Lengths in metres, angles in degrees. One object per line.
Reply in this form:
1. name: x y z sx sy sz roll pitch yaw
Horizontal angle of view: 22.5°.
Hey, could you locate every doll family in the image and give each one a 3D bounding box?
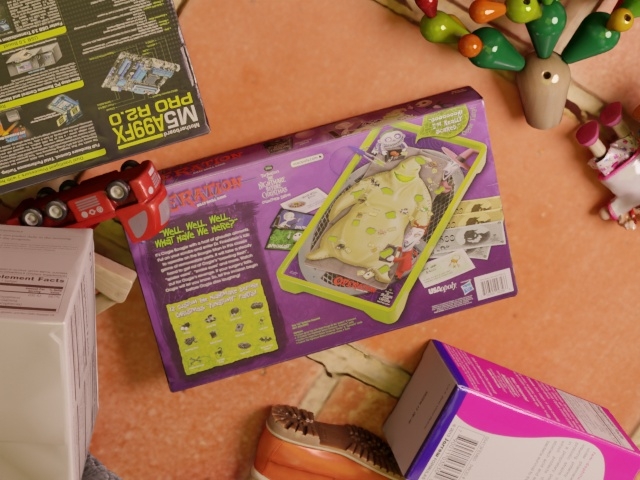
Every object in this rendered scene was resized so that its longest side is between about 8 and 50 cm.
1. doll family: 0.376 -0.091 1.493 0.263 0.118 0.163 -40 115 6

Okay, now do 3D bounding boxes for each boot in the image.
1. boot: 0.009 0.224 1.588 0.158 0.059 0.084 20 110 -10

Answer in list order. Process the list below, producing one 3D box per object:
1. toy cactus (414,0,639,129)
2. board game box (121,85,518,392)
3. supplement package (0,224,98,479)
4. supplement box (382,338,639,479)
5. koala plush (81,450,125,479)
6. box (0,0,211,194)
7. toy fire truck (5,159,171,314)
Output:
1. toy cactus: 0.194 -0.184 1.443 0.219 0.112 0.180 -14 133 -8
2. board game box: 0.000 0.000 1.496 0.347 0.056 0.208 -15 119 -5
3. supplement package: -0.330 0.102 1.369 0.262 0.145 0.204 4 123 1
4. supplement box: 0.189 0.200 1.581 0.220 0.114 0.111 23 105 -18
5. koala plush: -0.256 0.289 1.513 0.196 0.203 0.221 -33 137 -10
6. box: -0.251 -0.159 1.368 0.270 0.060 0.216 -17 115 -4
7. toy fire truck: -0.208 0.015 1.423 0.192 0.047 0.135 -16 114 19
